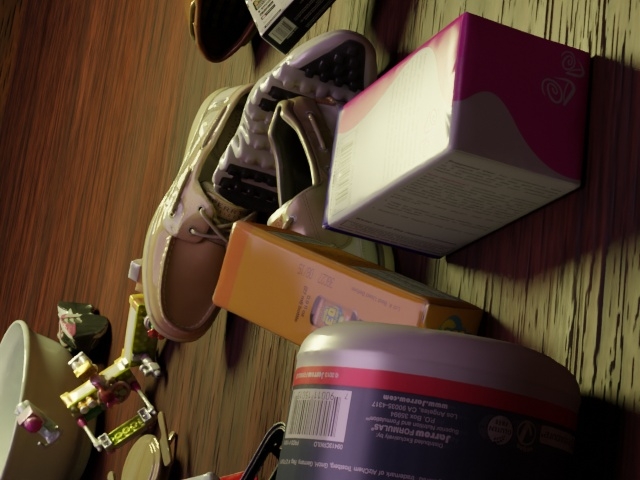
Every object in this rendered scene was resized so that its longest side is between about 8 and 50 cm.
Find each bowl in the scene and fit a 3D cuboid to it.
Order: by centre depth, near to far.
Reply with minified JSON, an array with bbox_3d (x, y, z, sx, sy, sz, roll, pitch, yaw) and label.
[{"bbox_3d":[-0.405,0.270,2.266,0.298,0.134,0.298,-167,90,-70],"label":"bowl"}]

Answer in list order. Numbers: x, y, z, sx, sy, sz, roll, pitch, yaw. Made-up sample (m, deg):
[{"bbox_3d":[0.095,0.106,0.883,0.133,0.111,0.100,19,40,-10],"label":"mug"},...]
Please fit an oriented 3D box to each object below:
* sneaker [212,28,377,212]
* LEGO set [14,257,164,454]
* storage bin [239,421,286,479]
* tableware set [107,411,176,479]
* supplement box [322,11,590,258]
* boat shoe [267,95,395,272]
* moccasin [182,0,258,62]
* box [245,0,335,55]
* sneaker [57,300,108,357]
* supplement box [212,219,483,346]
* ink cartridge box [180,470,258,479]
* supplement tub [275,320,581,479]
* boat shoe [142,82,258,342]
[{"bbox_3d":[-0.027,-0.142,1.607,0.292,0.110,0.118,-44,28,54],"label":"sneaker"},{"bbox_3d":[-0.242,0.160,1.962,0.287,0.132,0.107,-50,42,5],"label":"LEGO set"},{"bbox_3d":[-0.008,0.241,1.286,0.122,0.084,0.180,-60,21,3],"label":"storage bin"},{"bbox_3d":[-0.188,0.310,1.814,0.128,0.039,0.194,-50,37,28],"label":"tableware set"},{"bbox_3d":[0.100,-0.074,1.206,0.220,0.114,0.111,148,134,-63],"label":"supplement box"},{"bbox_3d":[0.000,0.000,1.429,0.113,0.103,0.302,127,150,-46],"label":"boat shoe"},{"bbox_3d":[-0.080,-0.365,1.826,0.380,0.139,0.147,124,151,-42],"label":"moccasin"},{"bbox_3d":[0.011,-0.291,1.583,0.207,0.036,0.114,-46,29,14],"label":"box"},{"bbox_3d":[-0.354,0.145,2.335,0.178,0.072,0.077,-137,51,-76],"label":"sneaker"},{"bbox_3d":[0.018,0.053,1.268,0.233,0.080,0.078,24,100,46],"label":"supplement box"},{"bbox_3d":[-0.216,0.338,1.493,0.309,0.130,0.272,-16,49,15],"label":"ink cartridge box"},{"bbox_3d":[0.058,0.201,1.021,0.191,0.191,0.272,164,117,-67],"label":"supplement tub"},{"bbox_3d":[-0.121,-0.033,1.769,0.098,0.109,0.302,-5,66,70],"label":"boat shoe"}]
